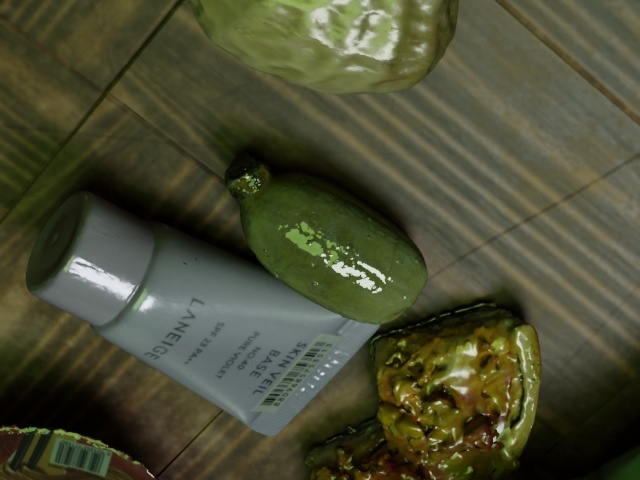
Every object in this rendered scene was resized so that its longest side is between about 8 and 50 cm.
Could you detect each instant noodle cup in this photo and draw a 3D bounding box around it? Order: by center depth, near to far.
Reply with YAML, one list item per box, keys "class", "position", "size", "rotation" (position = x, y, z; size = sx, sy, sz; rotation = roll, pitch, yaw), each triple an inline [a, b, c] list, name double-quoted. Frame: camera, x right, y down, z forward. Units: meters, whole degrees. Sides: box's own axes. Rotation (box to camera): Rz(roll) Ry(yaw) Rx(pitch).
- class: "instant noodle cup"
  position: [-0.238, 0.249, 1.132]
  size: [0.274, 0.090, 0.274]
  rotation: [0, 117, 0]

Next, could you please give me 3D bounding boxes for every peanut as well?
- class: "peanut"
  position: [0.017, -0.214, 0.882]
  size: [0.197, 0.110, 0.233]
  rotation: [18, 118, -8]

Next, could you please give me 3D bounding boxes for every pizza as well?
- class: "pizza"
  position: [0.084, 0.182, 1.098]
  size: [0.161, 0.085, 0.305]
  rotation: [26, 113, -11]

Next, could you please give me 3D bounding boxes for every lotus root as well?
- class: "lotus root"
  position: [0.000, 0.001, 1.009]
  size: [0.183, 0.077, 0.090]
  rotation: [36, 112, -18]

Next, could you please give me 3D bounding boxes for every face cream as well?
- class: "face cream"
  position: [-0.099, 0.060, 1.045]
  size: [0.274, 0.096, 0.154]
  rotation: [30, 111, -28]

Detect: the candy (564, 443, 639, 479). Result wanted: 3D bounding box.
- class: "candy"
  position: [0.329, 0.222, 1.078]
  size: [0.398, 0.172, 0.263]
  rotation: [-33, 117, 3]
